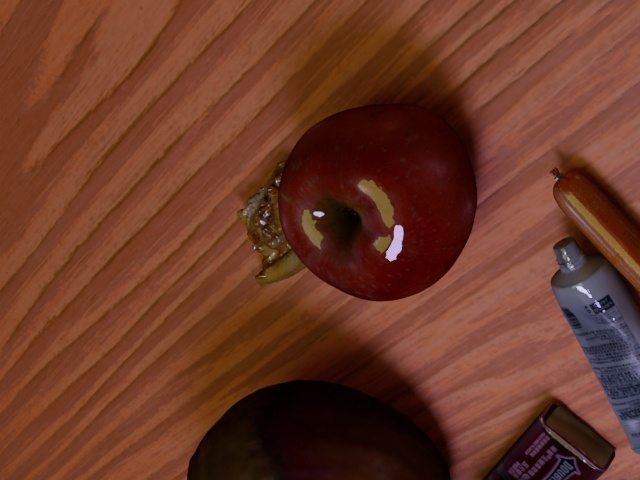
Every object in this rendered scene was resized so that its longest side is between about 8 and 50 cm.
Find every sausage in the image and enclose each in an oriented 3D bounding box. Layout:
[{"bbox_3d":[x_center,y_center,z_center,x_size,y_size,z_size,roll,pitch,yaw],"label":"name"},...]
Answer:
[{"bbox_3d":[0.407,0.039,1.530,0.348,0.053,0.053,47,133,5],"label":"sausage"}]

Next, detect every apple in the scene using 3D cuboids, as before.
[{"bbox_3d":[0.078,-0.058,1.607,0.260,0.216,0.260,18,123,29],"label":"apple"}]

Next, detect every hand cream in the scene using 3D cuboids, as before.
[{"bbox_3d":[0.393,0.140,1.602,0.124,0.078,0.340,-18,111,40],"label":"hand cream"}]

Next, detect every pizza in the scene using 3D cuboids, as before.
[{"bbox_3d":[-0.046,-0.032,1.822,0.134,0.056,0.271,42,132,-1],"label":"pizza"}]

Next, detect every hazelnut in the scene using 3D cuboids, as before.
[{"bbox_3d":[-0.006,0.401,1.851,0.421,0.353,0.421,3,117,5],"label":"hazelnut"}]

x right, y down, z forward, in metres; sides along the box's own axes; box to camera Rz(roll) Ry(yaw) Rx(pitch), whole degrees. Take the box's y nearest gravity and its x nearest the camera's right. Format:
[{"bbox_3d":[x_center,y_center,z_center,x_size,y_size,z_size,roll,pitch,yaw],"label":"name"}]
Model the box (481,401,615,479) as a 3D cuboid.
[{"bbox_3d":[0.311,0.340,1.762,0.120,0.069,0.224,41,130,10],"label":"box"}]
